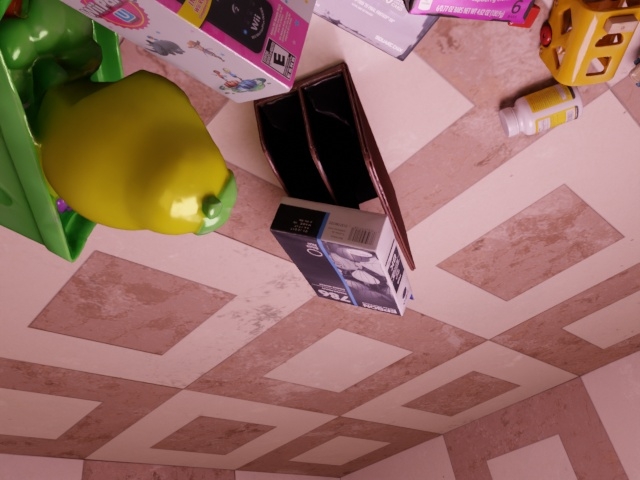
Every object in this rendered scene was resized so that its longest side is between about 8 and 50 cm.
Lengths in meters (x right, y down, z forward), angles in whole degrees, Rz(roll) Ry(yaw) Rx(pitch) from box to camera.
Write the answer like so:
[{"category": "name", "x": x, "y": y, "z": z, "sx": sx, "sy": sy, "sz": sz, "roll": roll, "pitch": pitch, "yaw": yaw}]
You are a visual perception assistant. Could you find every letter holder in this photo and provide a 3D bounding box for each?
[{"category": "letter holder", "x": 0.034, "y": -0.075, "z": 0.839, "sx": 0.152, "sy": 0.214, "sz": 0.302, "roll": -19, "pitch": 143, "yaw": 11}]

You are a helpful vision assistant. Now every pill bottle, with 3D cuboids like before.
[{"category": "pill bottle", "x": 0.357, "y": -0.211, "z": 0.868, "sx": 0.116, "sy": 0.065, "sz": 0.065, "roll": -19, "pitch": 143, "yaw": 10}]

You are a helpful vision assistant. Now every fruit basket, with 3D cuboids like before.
[{"category": "fruit basket", "x": -0.258, "y": -0.147, "z": 0.609, "sx": 0.392, "sy": 0.283, "sz": 0.392, "roll": 5, "pitch": 141, "yaw": 4}]

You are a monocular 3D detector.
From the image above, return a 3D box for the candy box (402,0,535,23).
[{"category": "candy box", "x": 0.194, "y": -0.365, "z": 0.579, "sx": 0.159, "sy": 0.071, "sz": 0.233, "roll": -1, "pitch": 141, "yaw": -12}]

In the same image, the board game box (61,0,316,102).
[{"category": "board game box", "x": -0.134, "y": -0.296, "z": 0.476, "sx": 0.303, "sy": 0.224, "sz": 0.097, "roll": 21, "pitch": 170, "yaw": -42}]

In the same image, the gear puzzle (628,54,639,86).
[{"category": "gear puzzle", "x": 0.628, "y": -0.349, "z": 0.783, "sx": 0.175, "sy": 0.044, "sz": 0.339, "roll": 18, "pitch": 132, "yaw": -31}]

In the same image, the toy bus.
[{"category": "toy bus", "x": 0.377, "y": -0.308, "z": 0.713, "sx": 0.202, "sy": 0.104, "sz": 0.191, "roll": 22, "pitch": 132, "yaw": -37}]

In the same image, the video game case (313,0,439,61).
[{"category": "video game case", "x": 0.112, "y": -0.365, "z": 0.638, "sx": 0.196, "sy": 0.026, "sz": 0.274, "roll": 16, "pitch": 137, "yaw": -31}]

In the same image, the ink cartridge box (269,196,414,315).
[{"category": "ink cartridge box", "x": 0.051, "y": 0.047, "z": 0.863, "sx": 0.165, "sy": 0.065, "sz": 0.333, "roll": 11, "pitch": 158, "yaw": 23}]
